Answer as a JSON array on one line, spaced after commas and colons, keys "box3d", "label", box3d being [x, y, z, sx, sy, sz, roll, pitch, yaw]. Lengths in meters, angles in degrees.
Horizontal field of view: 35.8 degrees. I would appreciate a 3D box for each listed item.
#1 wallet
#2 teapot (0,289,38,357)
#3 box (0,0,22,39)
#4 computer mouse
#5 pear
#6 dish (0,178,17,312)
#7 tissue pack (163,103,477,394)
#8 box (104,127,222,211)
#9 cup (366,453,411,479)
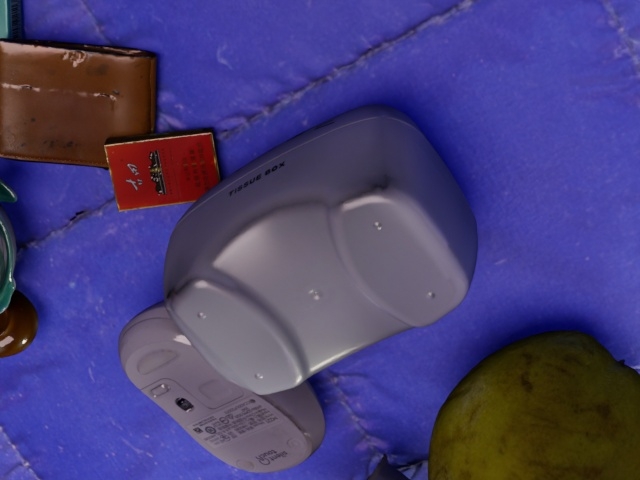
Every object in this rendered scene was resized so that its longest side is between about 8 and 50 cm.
[{"box3d": [-0.296, -0.164, 1.195, 0.195, 0.042, 0.161, 3, 121, -8], "label": "wallet"}, {"box3d": [-0.443, 0.112, 1.360, 0.129, 0.078, 0.098, 14, 76, 19], "label": "teapot"}, {"box3d": [-0.446, -0.221, 1.223, 0.160, 0.042, 0.226, 11, 115, 10], "label": "box"}, {"box3d": [-0.124, 0.176, 1.282, 0.297, 0.121, 0.184, 39, 127, -21], "label": "computer mouse"}, {"box3d": [0.255, 0.261, 1.142, 0.269, 0.269, 0.321, 37, 79, -4], "label": "pear"}, {"box3d": [-0.468, -0.015, 1.300, 0.224, 0.078, 0.246, 43, 116, -4], "label": "dish"}, {"box3d": [0.000, 0.000, 1.112, 0.333, 0.236, 0.229, -27, 119, 22], "label": "tissue pack"}, {"box3d": [-0.189, -0.087, 1.209, 0.133, 0.023, 0.090, -6, 114, -2], "label": "box"}, {"box3d": [0.150, 0.428, 1.243, 0.288, 0.203, 0.203, 32, 118, 13], "label": "cup"}]
